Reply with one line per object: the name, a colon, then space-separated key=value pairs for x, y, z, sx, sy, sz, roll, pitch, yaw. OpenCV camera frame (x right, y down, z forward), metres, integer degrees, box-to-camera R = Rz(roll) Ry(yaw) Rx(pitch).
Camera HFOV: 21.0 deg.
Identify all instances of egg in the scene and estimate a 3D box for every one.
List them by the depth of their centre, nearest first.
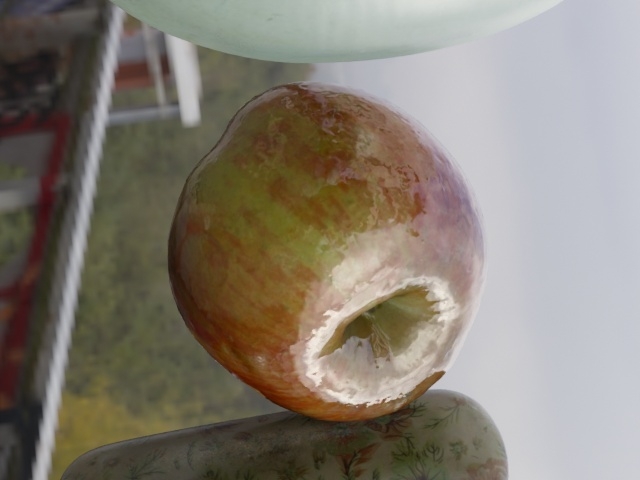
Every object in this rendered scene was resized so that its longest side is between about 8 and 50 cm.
egg: x=0.013 y=-0.226 z=1.089 sx=0.230 sy=0.370 sz=0.230 roll=180 pitch=-90 yaw=-84

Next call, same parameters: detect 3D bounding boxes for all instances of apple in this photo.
apple: x=0.000 y=0.000 z=1.567 sx=0.301 sy=0.301 sz=0.302 roll=-7 pitch=90 yaw=-87

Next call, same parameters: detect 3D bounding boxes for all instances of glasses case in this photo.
glasses case: x=-0.034 y=0.235 z=1.607 sx=0.098 sy=0.425 sz=0.156 roll=89 pitch=-10 yaw=-50
